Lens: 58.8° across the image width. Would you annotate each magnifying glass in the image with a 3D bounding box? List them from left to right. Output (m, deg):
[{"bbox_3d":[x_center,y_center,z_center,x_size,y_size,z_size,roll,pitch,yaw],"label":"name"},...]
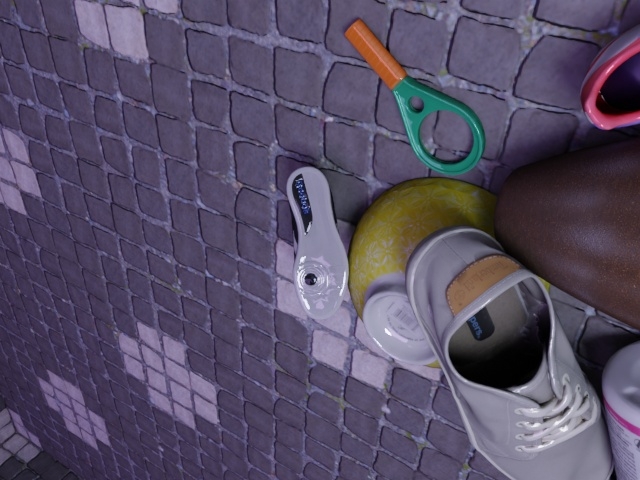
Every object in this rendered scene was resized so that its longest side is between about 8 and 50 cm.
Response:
[{"bbox_3d":[0.115,-0.179,0.710,0.231,0.026,0.092,48,135,-3],"label":"magnifying glass"}]

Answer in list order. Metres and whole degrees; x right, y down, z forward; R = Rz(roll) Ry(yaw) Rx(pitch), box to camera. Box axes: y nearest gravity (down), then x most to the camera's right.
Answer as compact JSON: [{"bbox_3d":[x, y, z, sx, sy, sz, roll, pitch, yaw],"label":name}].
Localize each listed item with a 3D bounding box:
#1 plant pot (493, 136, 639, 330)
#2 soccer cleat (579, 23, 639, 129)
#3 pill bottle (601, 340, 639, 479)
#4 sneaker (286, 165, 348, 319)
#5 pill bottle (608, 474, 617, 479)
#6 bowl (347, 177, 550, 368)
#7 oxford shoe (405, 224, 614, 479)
[{"bbox_3d":[0.305,-0.013,0.576,0.231,0.215,0.215,14,128,48],"label":"plant pot"},{"bbox_3d":[0.363,-0.187,0.455,0.318,0.116,0.108,-31,99,45],"label":"soccer cleat"},{"bbox_3d":[0.442,0.271,0.681,0.161,0.160,0.282,-2,118,37],"label":"pill bottle"},{"bbox_3d":[0.000,0.000,0.838,0.079,0.121,0.216,-5,95,4],"label":"sneaker"},{"bbox_3d":[0.391,0.385,0.830,0.186,0.112,0.112,47,135,-1],"label":"pill bottle"},{"bbox_3d":[0.142,0.075,0.769,0.290,0.156,0.289,19,128,26],"label":"bowl"},{"bbox_3d":[0.242,0.179,0.661,0.449,0.169,0.130,56,177,-25],"label":"oxford shoe"}]
